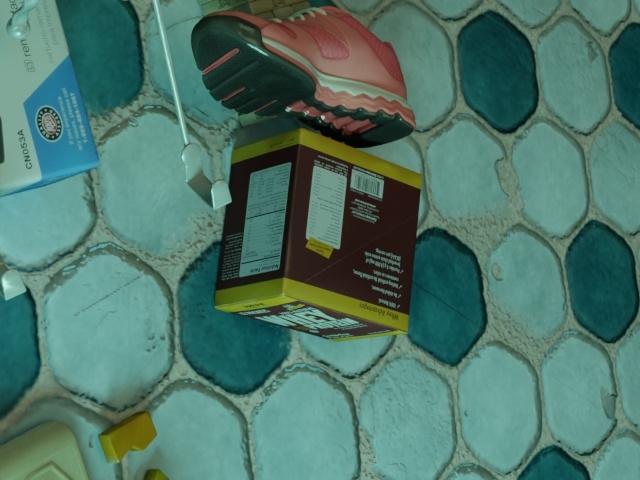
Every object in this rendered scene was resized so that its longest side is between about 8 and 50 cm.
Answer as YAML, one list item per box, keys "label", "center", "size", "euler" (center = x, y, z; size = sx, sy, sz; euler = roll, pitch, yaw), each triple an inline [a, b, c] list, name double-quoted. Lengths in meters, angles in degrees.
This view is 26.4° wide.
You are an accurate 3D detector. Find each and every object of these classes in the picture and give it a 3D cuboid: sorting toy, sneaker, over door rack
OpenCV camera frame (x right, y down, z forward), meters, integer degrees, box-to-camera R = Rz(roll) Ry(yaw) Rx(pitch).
- label: "sorting toy"
  center: [-0.268, 0.302, 1.360]
  size: [0.307, 0.041, 0.229]
  euler: [-27, 103, -46]
- label: "sneaker"
  center: [-0.022, -0.204, 1.506]
  size: [0.314, 0.116, 0.136]
  euler: [19, 61, -44]
- label: "over door rack"
  center: [-0.242, -0.142, 1.216]
  size: [0.240, 0.108, 0.324]
  euler: [-26, 118, -22]

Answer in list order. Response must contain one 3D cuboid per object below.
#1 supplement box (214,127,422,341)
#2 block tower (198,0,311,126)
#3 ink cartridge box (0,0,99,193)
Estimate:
- label: "supplement box"
  center: [0.000, 0.000, 1.573]
  size: [0.191, 0.129, 0.194]
  euler: [18, 71, -37]
- label: "block tower"
  center: [-0.088, -0.308, 1.581]
  size: [0.097, 0.091, 0.335]
  euler: [-23, 98, -39]
- label: "ink cartridge box"
  center: [-0.390, -0.135, 1.271]
  size: [0.307, 0.129, 0.223]
  euler: [-18, 95, -41]
